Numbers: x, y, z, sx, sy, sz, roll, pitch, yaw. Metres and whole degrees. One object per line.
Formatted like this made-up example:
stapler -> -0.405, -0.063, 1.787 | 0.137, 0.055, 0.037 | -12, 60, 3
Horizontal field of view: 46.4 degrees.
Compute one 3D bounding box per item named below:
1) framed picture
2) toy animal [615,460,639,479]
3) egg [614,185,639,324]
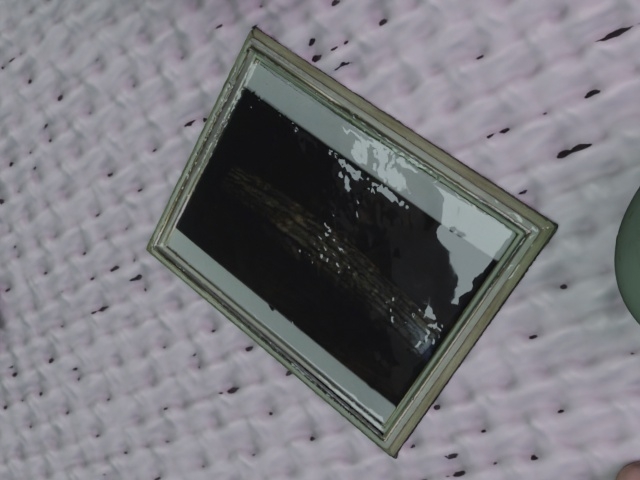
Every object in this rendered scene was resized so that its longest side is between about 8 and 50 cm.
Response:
framed picture -> 0.000, 0.000, 0.597 | 0.293, 0.018, 0.231 | 36, 111, 19
toy animal -> 0.235, 0.205, 0.469 | 0.150, 0.083, 0.089 | 23, 94, 11
egg -> 0.252, -0.005, 0.391 | 0.192, 0.149, 0.149 | -33, 81, 35
